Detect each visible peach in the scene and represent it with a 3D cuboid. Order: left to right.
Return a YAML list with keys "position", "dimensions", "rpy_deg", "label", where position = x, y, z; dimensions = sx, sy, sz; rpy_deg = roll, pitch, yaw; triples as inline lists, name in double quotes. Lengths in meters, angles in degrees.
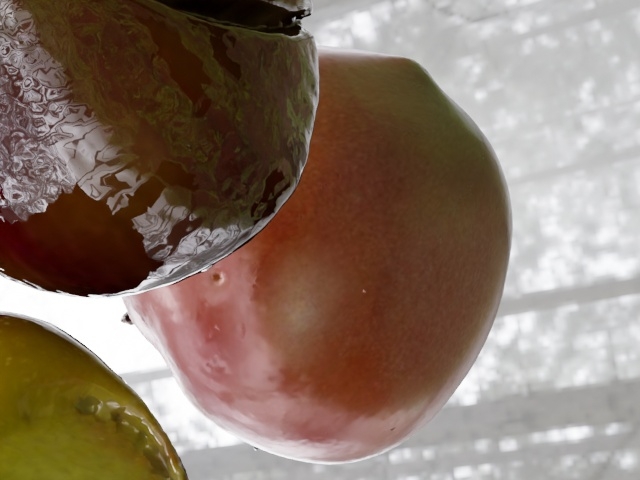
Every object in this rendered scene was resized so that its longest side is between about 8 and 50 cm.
- position: [-0.132, 0.153, 0.657]
  dimensions: [0.159, 0.154, 0.267]
  rpy_deg: [8, -149, -19]
  label: "peach"

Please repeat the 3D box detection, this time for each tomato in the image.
- position: [0.000, 0.000, 1.203]
  dimensions: [0.321, 0.321, 0.321]
  rpy_deg: [22, -118, -50]
  label: "tomato"

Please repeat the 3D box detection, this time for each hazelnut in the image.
- position: [-0.105, -0.077, 0.666]
  dimensions: [0.208, 0.208, 0.208]
  rpy_deg: [22, -118, -50]
  label: "hazelnut"
